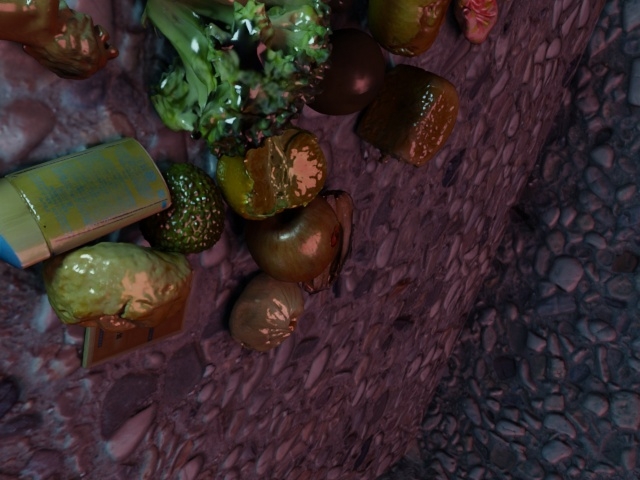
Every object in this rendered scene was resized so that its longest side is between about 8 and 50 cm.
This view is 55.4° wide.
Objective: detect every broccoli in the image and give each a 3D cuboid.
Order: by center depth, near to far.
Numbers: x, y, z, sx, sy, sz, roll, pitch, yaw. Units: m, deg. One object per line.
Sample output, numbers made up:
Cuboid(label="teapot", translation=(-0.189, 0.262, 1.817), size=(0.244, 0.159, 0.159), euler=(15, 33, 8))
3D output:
Cuboid(label="broccoli", translation=(-0.131, -0.308, 0.944), size=(0.281, 0.293, 0.348), euler=(23, 86, -22))

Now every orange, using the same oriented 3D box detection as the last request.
Cuboid(label="orange", translation=(-0.110, -0.143, 1.204), size=(0.237, 0.158, 0.179), euler=(-26, 125, -44))

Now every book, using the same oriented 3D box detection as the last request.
Cuboid(label="book", translation=(-0.365, 0.155, 1.241), size=(0.242, 0.018, 0.170), euler=(-18, 132, -48))

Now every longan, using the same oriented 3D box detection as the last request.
Cuboid(label="longan", translation=(0.040, -0.338, 1.232), size=(0.189, 0.189, 0.189), euler=(-36, 143, -33))

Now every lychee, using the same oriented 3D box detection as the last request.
Cuboid(label="lychee", translation=(-0.245, -0.055, 1.091), size=(0.171, 0.171, 0.171), euler=(-36, 143, -33))

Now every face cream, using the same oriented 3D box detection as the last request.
Cuboid(label="face cream", translation=(-0.378, -0.060, 0.921), size=(0.285, 0.139, 0.067), euler=(-29, 173, -39))

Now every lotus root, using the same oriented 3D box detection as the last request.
Cuboid(label="lotus root", translation=(0.000, 0.000, 1.590), size=(0.167, 0.078, 0.329), euler=(-10, 130, -24))

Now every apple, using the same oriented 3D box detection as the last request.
Cuboid(label="apple", translation=(-0.060, -0.014, 1.350), size=(0.211, 0.211, 0.188), euler=(-49, 147, -15))

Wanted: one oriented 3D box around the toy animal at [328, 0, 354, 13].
Cuboid(label="toy animal", translation=(0.040, -0.526, 1.120), size=(0.146, 0.114, 0.245), euler=(-50, 146, -20))

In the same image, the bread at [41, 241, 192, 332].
Cuboid(label="bread", translation=(-0.330, 0.080, 1.003), size=(0.244, 0.244, 0.134), euler=(21, 66, -60))

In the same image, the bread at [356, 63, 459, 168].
Cuboid(label="bread", translation=(0.221, -0.296, 1.518), size=(0.176, 0.195, 0.246), euler=(16, 105, -52))

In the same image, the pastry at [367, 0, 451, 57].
Cuboid(label="pastry", translation=(0.209, -0.542, 1.231), size=(0.356, 0.164, 0.356), euler=(21, 90, -81))

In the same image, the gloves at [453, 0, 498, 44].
Cuboid(label="gloves", translation=(0.408, -0.615, 1.581), size=(0.145, 0.126, 0.241), euler=(-30, 152, 4))

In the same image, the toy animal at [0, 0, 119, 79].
Cuboid(label="toy animal", translation=(-0.380, -0.282, 0.752), size=(0.312, 0.097, 0.157), euler=(-8, 129, -51))

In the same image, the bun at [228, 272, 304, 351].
Cuboid(label="bun", translation=(-0.118, 0.184, 1.514), size=(0.220, 0.134, 0.220), euler=(-40, 146, -35))
